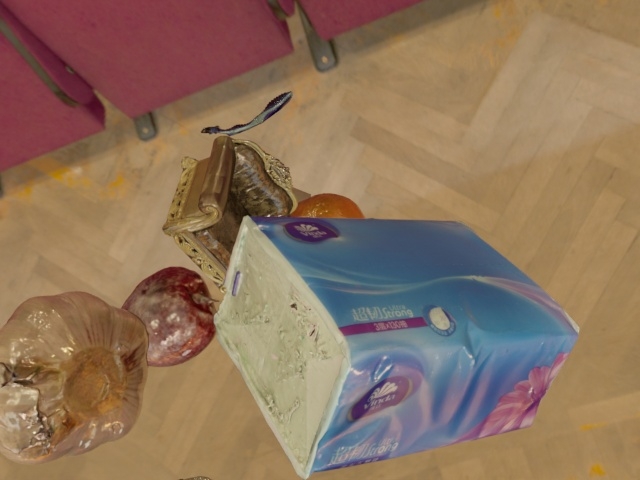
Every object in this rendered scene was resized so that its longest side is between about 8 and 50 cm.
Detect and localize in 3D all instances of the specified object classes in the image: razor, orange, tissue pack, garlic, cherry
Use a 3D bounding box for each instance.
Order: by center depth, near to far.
[{"bbox_3d":[0.065,0.077,0.612,0.198,0.264,0.146,49,129,44],"label":"tissue pack"},{"bbox_3d":[-0.104,-0.183,1.014,0.155,0.044,0.028,-19,93,24],"label":"razor"},{"bbox_3d":[-0.449,0.239,1.207,0.241,0.322,0.321,23,90,23],"label":"garlic"},{"bbox_3d":[0.000,0.000,1.550,0.240,0.171,0.240,-27,44,30],"label":"orange"},{"bbox_3d":[-0.364,0.187,1.594,0.300,0.203,0.230,-29,55,11],"label":"cherry"}]

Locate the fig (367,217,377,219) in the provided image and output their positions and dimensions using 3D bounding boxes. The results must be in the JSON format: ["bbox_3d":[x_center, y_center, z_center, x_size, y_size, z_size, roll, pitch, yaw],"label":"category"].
[{"bbox_3d":[0.083,-0.007,1.396,0.084,0.082,0.098,14,69,-15],"label":"fig"}]

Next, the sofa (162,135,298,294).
[{"bbox_3d":[-0.150,-0.045,1.288,0.182,0.258,0.200,-14,45,23],"label":"sofa"}]

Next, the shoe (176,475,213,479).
[{"bbox_3d":[-0.307,0.554,1.422,0.228,0.125,0.099,-13,69,4],"label":"shoe"}]

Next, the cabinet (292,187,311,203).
[{"bbox_3d":[-0.114,-0.052,1.768,0.150,0.206,0.145,20,110,-10],"label":"cabinet"}]
